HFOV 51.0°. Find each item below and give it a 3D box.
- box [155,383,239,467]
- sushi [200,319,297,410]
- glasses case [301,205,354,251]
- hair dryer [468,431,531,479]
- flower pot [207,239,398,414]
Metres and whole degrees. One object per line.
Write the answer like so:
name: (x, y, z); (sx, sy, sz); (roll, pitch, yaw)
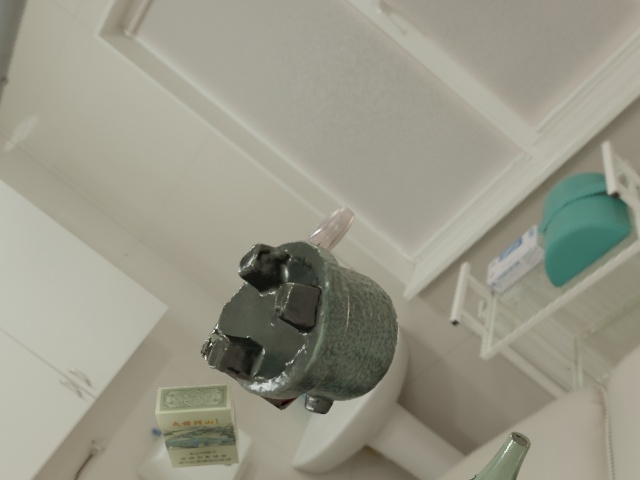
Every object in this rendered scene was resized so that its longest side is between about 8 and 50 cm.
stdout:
box: (-0.275, 0.431, 1.544); (0.257, 0.164, 0.069); (91, 174, -46)
sushi: (-0.130, 0.245, 1.393); (0.126, 0.225, 0.136); (-58, 3, -13)
glasses case: (0.000, 0.000, 1.818); (0.113, 0.075, 0.297); (-50, 3, -34)
hair dryer: (0.377, 0.440, 1.363); (0.267, 0.092, 0.229); (-43, -25, -47)
flower pot: (-0.049, 0.154, 1.209); (0.299, 0.282, 0.299); (-21, 58, 38)
